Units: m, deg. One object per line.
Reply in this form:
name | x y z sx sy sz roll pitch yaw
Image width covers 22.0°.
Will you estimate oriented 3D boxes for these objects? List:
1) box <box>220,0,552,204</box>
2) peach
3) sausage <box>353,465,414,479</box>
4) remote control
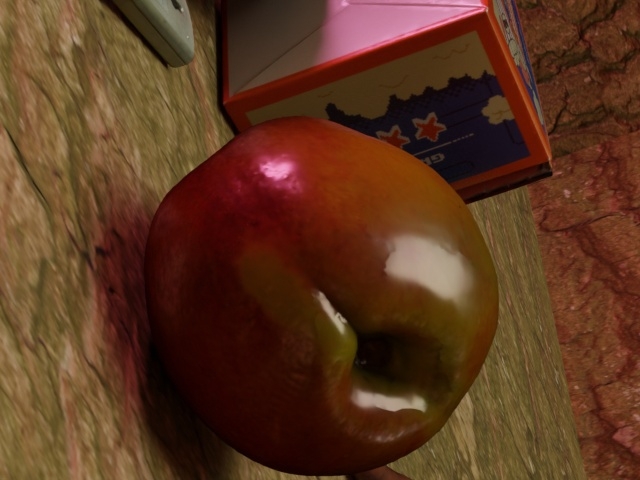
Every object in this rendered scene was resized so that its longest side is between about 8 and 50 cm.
box | 0.071 -0.229 1.951 0.348 0.319 0.257 -96 164 -46
peach | -0.003 0.037 1.387 0.307 0.308 0.332 63 0 -32
sausage | 0.076 0.271 1.866 0.177 0.047 0.040 45 17 -58
remote control | -0.181 -0.255 1.577 0.233 0.038 0.098 47 28 -62
